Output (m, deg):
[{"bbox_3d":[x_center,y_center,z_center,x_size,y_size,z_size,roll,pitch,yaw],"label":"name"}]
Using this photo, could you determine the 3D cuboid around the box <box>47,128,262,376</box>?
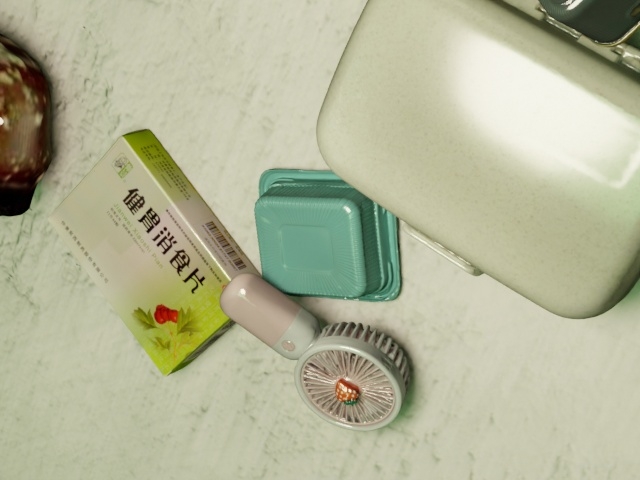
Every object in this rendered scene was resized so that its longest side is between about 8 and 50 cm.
[{"bbox_3d":[-0.205,0.016,1.498,0.175,0.062,0.260,-42,81,31],"label":"box"}]

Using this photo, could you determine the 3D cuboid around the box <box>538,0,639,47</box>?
[{"bbox_3d":[0.243,-0.294,1.100,0.144,0.090,0.201,-43,55,31],"label":"box"}]

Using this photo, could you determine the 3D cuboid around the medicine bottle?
[{"bbox_3d":[0.184,-0.102,1.212,0.375,0.123,0.282,33,119,16],"label":"medicine bottle"}]

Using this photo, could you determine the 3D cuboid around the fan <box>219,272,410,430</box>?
[{"bbox_3d":[-0.009,0.124,1.375,0.244,0.074,0.130,35,131,-4],"label":"fan"}]

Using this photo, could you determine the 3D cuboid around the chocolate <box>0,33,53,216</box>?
[{"bbox_3d":[-0.481,-0.194,1.506,0.340,0.225,0.210,29,108,19],"label":"chocolate"}]

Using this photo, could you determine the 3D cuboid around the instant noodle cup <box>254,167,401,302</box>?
[{"bbox_3d":[0.000,0.000,1.377,0.179,0.070,0.157,2,107,27],"label":"instant noodle cup"}]
